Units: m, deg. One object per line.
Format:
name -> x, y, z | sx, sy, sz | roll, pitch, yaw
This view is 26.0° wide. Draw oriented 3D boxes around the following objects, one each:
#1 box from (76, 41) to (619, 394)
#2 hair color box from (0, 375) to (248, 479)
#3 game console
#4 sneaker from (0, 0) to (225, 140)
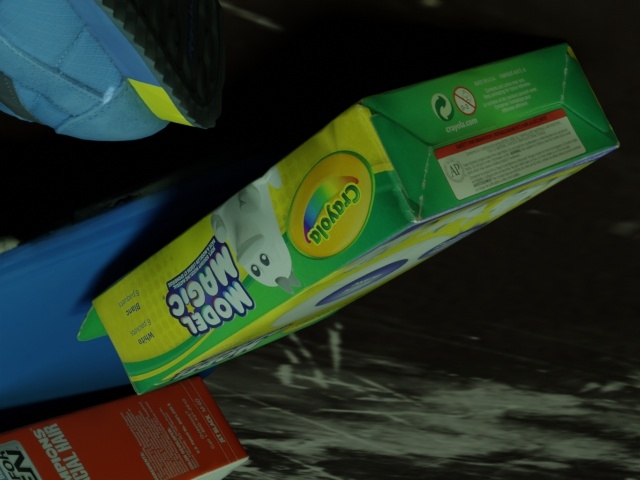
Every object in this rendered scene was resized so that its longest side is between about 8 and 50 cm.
box -> 0.000, 0.000, 0.464 | 0.105, 0.043, 0.179 | -20, 173, -42
hair color box -> -0.117, 0.118, 0.627 | 0.093, 0.053, 0.167 | -40, 167, 24
game console -> -0.173, 0.012, 0.580 | 0.250, 0.173, 0.293 | 32, 154, 2
sneaker -> -0.083, -0.080, 0.306 | 0.082, 0.069, 0.209 | -1, 158, 10
